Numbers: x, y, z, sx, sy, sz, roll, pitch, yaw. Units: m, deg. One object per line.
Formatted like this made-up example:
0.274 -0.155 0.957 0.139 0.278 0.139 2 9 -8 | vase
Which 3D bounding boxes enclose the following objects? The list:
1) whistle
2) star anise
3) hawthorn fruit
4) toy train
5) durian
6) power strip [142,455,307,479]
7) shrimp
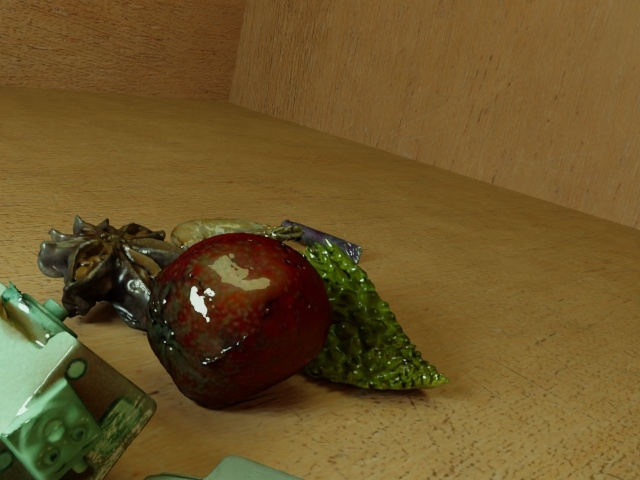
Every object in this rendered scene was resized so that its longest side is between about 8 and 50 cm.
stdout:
0.000 0.000 1.551 0.177 0.033 0.033 21 17 31 | whistle
-0.246 0.044 1.078 0.220 0.099 0.214 6 28 -38 | star anise
-0.068 0.079 0.908 0.235 0.181 0.181 0 18 -40 | hawthorn fruit
-0.276 0.093 0.701 0.326 0.129 0.159 23 -23 40 | toy train
0.006 0.100 1.102 0.169 0.157 0.355 45 -1 -28 | durian
-0.008 0.227 0.639 0.288 0.053 0.093 16 15 13 | power strip
-0.130 0.000 1.408 0.236 0.053 0.133 1 16 -26 | shrimp
